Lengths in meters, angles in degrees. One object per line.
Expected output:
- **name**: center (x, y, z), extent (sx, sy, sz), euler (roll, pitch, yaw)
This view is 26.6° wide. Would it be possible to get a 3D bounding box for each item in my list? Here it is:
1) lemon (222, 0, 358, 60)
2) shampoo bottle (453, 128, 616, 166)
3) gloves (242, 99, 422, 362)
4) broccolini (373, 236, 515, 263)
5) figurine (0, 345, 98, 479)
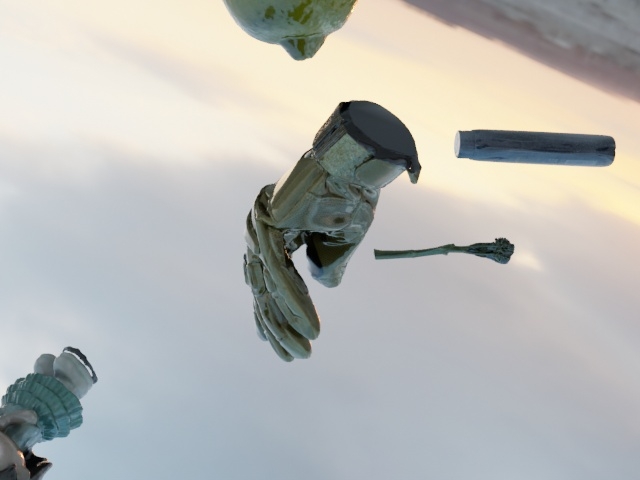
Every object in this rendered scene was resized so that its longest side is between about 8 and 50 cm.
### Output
- **lemon**: center (-0.041, -0.338, 1.611), extent (0.184, 0.249, 0.184), euler (-19, -176, 2)
- **shampoo bottle**: center (0.316, -0.138, 2.015), extent (0.233, 0.049, 0.087), euler (2, -179, -7)
- **gloves**: center (-0.013, -0.010, 1.501), extent (0.141, 0.331, 0.154), euler (27, -147, -7)
- **broccolini**: center (0.190, 0.015, 2.092), extent (0.218, 0.044, 0.042), euler (0, -165, 2)
- **figurine**: center (-0.349, 0.226, 1.506), extent (0.137, 0.245, 0.110), euler (-8, 123, 40)
